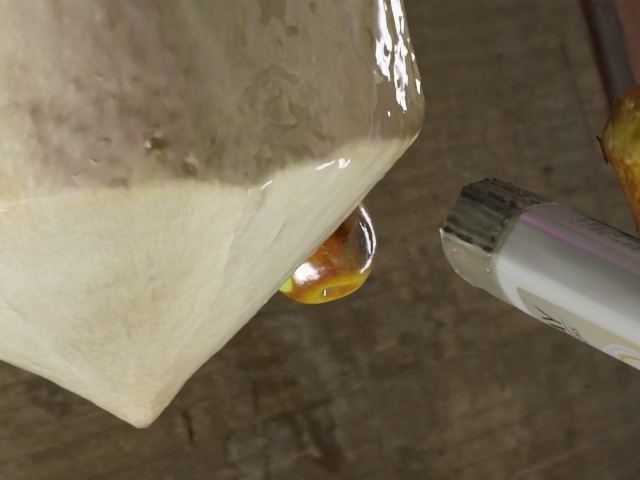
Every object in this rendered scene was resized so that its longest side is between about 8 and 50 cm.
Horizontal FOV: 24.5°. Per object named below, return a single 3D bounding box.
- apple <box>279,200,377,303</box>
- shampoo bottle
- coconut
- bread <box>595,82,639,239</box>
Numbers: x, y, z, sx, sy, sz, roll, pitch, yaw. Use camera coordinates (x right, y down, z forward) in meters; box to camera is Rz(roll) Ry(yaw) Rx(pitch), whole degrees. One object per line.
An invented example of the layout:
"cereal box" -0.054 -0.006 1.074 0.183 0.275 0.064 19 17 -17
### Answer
"apple" 0.000 0.000 1.225 0.099 0.114 0.102 -25 -92 -27
"shampoo bottle" 0.160 0.036 0.668 0.086 0.227 0.056 29 -90 -50
"coconut" -0.102 -0.077 0.622 0.329 0.329 0.328 9 -105 -36
"bread" 0.287 -0.041 0.869 0.149 0.344 0.195 -23 -87 -2
